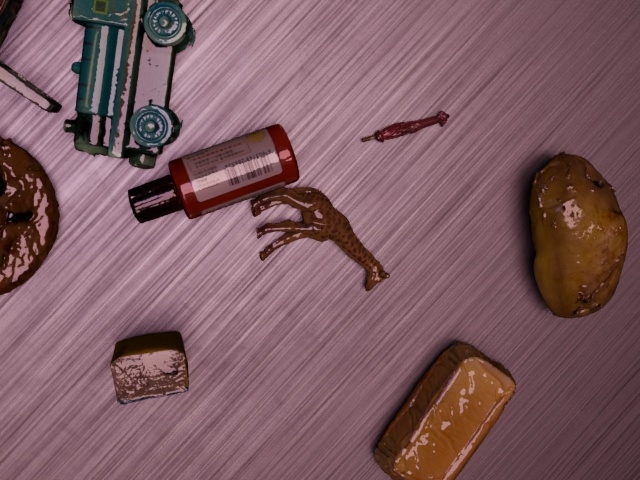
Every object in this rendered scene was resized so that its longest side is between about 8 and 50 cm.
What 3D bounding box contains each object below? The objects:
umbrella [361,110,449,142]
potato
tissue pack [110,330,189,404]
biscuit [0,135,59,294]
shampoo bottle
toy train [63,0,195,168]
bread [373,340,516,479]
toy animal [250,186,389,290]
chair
[{"bbox_3d":[0.151,-0.197,1.560,0.165,0.025,0.027,-18,78,-10],"label":"umbrella"},{"bbox_3d":[0.458,-0.009,1.583,0.172,0.140,0.300,-11,103,-5],"label":"potato"},{"bbox_3d":[-0.277,0.203,1.452,0.120,0.169,0.082,-9,95,-9],"label":"tissue pack"},{"bbox_3d":[-0.556,-0.042,1.388,0.295,0.075,0.296,-2,95,-26],"label":"biscuit"},{"bbox_3d":[-0.180,-0.101,1.465,0.278,0.104,0.104,-20,100,-8],"label":"shampoo bottle"},{"bbox_3d":[-0.311,-0.269,1.419,0.194,0.120,0.298,8,95,-4],"label":"toy train"},{"bbox_3d":[0.226,0.326,1.590,0.152,0.119,0.288,35,88,-10],"label":"bread"},{"bbox_3d":[0.003,-0.009,1.540,0.275,0.054,0.149,16,96,-13],"label":"toy animal"},{"bbox_3d":[-0.494,-0.327,1.360,0.270,0.136,0.147,30,92,-11],"label":"chair"}]
